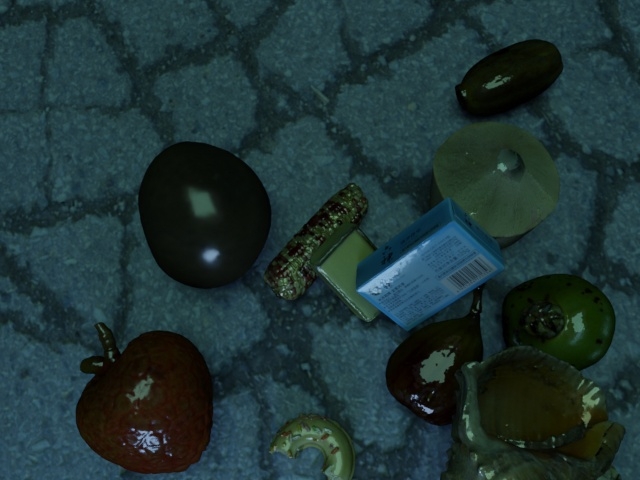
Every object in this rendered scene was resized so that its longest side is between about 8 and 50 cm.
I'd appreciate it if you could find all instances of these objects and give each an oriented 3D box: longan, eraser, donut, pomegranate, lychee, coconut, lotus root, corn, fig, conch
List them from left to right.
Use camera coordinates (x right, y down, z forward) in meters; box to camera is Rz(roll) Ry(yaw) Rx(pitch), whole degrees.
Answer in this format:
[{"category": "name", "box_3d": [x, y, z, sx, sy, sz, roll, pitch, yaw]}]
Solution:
[{"category": "lychee", "box_3d": [-0.319, 0.282, 1.122, 0.300, 0.255, 0.255, 44, 79, -18]}, {"category": "longan", "box_3d": [-0.238, -0.051, 1.226, 0.300, 0.243, 0.300, -10, 74, 39]}, {"category": "donut", "box_3d": [-0.005, 0.383, 1.161, 0.165, 0.065, 0.108, 25, 76, 11]}, {"category": "corn", "box_3d": [0.000, 0.000, 1.265, 0.098, 0.098, 0.290, 39, 75, 14]}, {"category": "eraser", "box_3d": [0.071, 0.061, 1.216, 0.117, 0.058, 0.172, -47, 111, -10]}, {"category": "fig", "box_3d": [0.238, 0.199, 1.152, 0.170, 0.145, 0.274, 29, 92, 11]}, {"category": "coconut", "box_3d": [0.331, -0.104, 1.195, 0.239, 0.244, 0.239, -1, 73, 5]}, {"category": "lotus root", "box_3d": [0.406, -0.345, 1.327, 0.241, 0.124, 0.123, -29, 63, -6]}, {"category": "conch", "box_3d": [0.317, 0.333, 1.027, 0.352, 0.210, 0.297, -9, 77, -35]}, {"category": "pomegranate", "box_3d": [0.418, 0.149, 1.118, 0.202, 0.247, 0.202, -10, 72, 33]}]

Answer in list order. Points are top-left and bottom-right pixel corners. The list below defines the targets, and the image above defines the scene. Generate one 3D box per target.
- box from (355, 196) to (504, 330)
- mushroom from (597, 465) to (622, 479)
[{"category": "box", "box_3d": [0.193, 0.048, 1.123, 0.142, 0.232, 0.083, 38, 32, -22]}, {"category": "mushroom", "box_3d": [0.393, 0.452, 1.098, 0.277, 0.096, 0.099, -17, 46, 9]}]
